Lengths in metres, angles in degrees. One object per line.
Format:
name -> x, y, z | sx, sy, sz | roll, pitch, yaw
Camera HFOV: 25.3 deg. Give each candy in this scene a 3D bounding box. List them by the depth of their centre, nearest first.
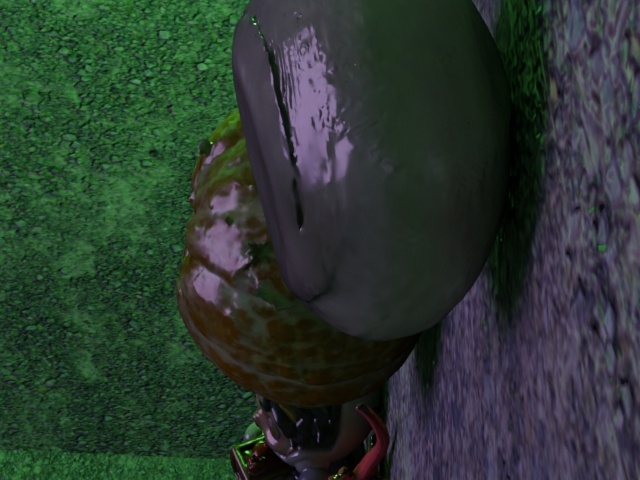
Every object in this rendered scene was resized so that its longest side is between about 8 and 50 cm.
candy -> 0.041, -0.081, 0.984 | 0.295, 0.185, 0.296 | 169, 90, -78

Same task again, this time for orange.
orange -> -0.013, -0.001, 1.406 | 0.329, 0.249, 0.329 | -173, 90, -80

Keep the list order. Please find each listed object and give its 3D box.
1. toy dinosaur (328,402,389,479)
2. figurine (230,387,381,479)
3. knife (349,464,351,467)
toy dinosaur -> 0.062, 0.275, 1.748 | 0.139, 0.070, 0.286 | -53, -25, -52
figurine -> -0.024, 0.248, 1.908 | 0.261, 0.186, 0.382 | 54, 150, 35
knife -> 0.045, 0.219, 2.085 | 0.123, 0.053, 0.278 | 84, -171, -69
